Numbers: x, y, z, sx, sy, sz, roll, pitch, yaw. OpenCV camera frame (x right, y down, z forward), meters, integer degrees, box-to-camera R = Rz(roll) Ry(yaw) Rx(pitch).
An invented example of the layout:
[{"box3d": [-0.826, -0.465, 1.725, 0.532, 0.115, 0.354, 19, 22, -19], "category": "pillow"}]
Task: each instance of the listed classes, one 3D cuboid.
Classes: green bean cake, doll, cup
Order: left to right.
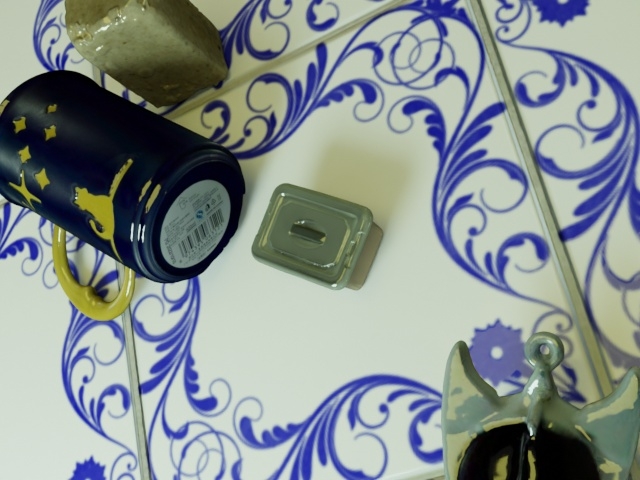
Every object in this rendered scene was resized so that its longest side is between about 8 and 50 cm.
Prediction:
[{"box3d": [-0.223, -0.040, 0.975, 0.256, 0.255, 0.178, 28, 52, 30], "category": "cup"}, {"box3d": [-0.199, -0.236, 0.980, 0.109, 0.179, 0.085, -20, 65, 19], "category": "green bean cake"}, {"box3d": [0.170, 0.232, 0.678, 0.145, 0.103, 0.316, 4, 85, 45], "category": "doll"}]

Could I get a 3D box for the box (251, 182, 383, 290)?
[{"box3d": [0.000, 0.000, 0.866, 0.122, 0.062, 0.089, 19, 85, 31], "category": "box"}]
